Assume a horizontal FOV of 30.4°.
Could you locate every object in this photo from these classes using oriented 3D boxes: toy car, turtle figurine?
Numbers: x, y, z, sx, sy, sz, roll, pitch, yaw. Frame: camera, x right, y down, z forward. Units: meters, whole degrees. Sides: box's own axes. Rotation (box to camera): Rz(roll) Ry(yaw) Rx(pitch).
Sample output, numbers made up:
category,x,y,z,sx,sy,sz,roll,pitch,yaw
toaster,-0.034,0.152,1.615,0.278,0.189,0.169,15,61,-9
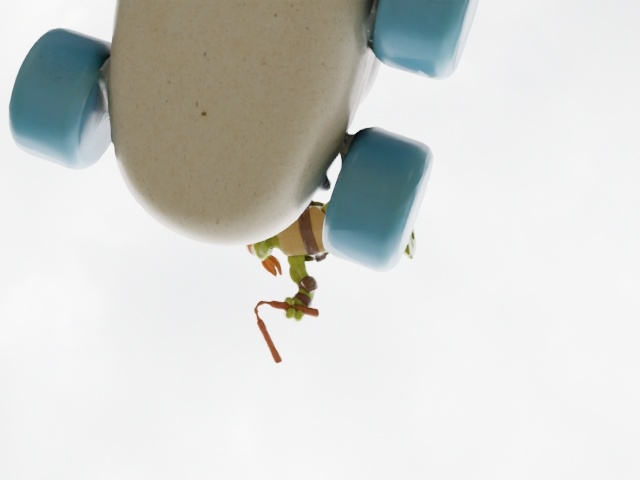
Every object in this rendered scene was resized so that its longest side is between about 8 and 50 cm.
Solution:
category,x,y,z,sx,sy,sz,roll,pitch,yaw
toy car,-0.021,-0.128,0.678,0.219,0.210,0.238,18,-153,8
turtle figurine,0.000,0.000,1.395,0.217,0.087,0.269,-11,-96,16
